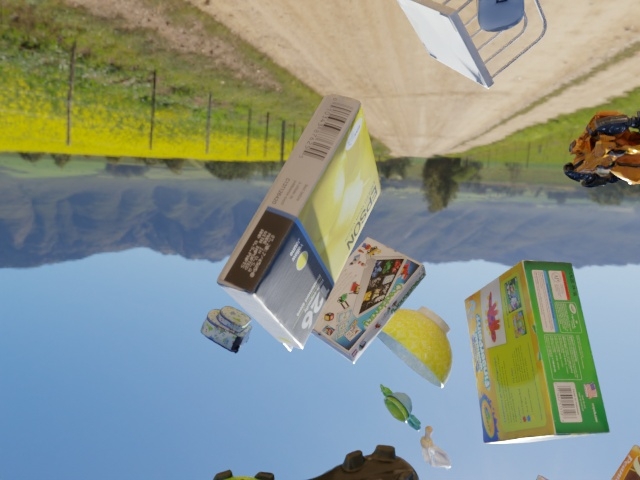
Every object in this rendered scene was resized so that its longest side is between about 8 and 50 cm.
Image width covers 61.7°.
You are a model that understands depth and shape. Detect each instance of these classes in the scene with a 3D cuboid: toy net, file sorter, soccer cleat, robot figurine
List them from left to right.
[{"bbox_3d":[-0.027,0.298,0.554,0.288,0.121,0.093,-3,-163,-19],"label":"soccer cleat"},{"bbox_3d":[0.209,0.433,1.219,0.045,0.232,0.122,-36,-171,-26],"label":"toy net"},{"bbox_3d":[0.326,-0.500,1.181,0.193,0.173,0.278,45,-171,-36],"label":"file sorter"},{"bbox_3d":[0.624,-0.174,1.032,0.290,0.085,0.211,8,150,1],"label":"robot figurine"}]

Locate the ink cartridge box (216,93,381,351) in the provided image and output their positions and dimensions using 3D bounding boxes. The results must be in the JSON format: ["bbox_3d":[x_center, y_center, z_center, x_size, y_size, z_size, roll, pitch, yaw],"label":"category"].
[{"bbox_3d":[0.000,0.000,0.806,0.072,0.304,0.307,18,159,25],"label":"ink cartridge box"}]

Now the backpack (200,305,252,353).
[{"bbox_3d":[-0.236,0.215,1.358,0.114,0.084,0.105,24,-168,6],"label":"backpack"}]

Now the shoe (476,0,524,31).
[{"bbox_3d":[0.173,-0.283,0.512,0.063,0.081,0.178,-4,169,13],"label":"shoe"}]

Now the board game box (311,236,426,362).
[{"bbox_3d":[0.104,0.143,1.380,0.193,0.053,0.305,29,-114,37],"label":"board game box"}]

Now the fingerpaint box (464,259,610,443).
[{"bbox_3d":[0.584,0.328,1.517,0.163,0.445,0.371,3,156,-11],"label":"fingerpaint box"}]

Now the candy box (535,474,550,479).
[{"bbox_3d":[0.316,0.441,0.711,0.070,0.196,0.165,27,174,0],"label":"candy box"}]

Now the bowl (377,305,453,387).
[{"bbox_3d":[0.309,0.299,1.656,0.289,0.156,0.289,42,169,10],"label":"bowl"}]

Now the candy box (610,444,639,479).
[{"bbox_3d":[0.467,0.493,0.825,0.087,0.317,0.183,33,-176,11],"label":"candy box"}]
